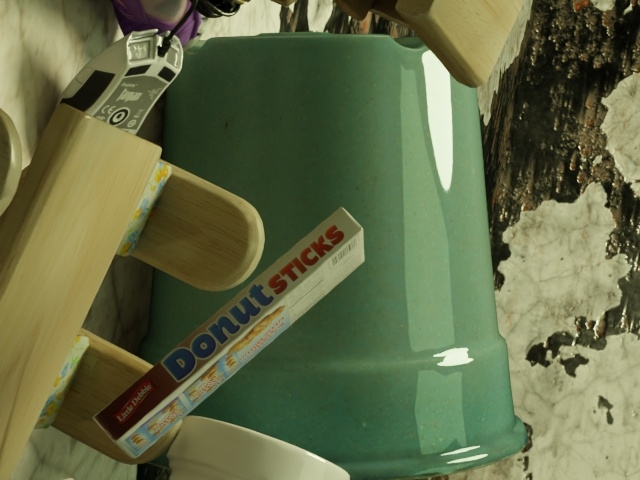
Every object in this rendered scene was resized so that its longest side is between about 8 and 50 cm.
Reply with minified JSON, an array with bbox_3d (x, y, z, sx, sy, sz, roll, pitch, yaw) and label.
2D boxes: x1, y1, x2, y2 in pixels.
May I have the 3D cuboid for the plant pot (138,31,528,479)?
[{"bbox_3d":[0.000,0.000,1.218,0.341,0.341,0.334,-16,106,-72],"label":"plant pot"}]

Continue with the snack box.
[{"bbox_3d":[-0.047,0.053,0.820,0.178,0.022,0.064,-40,166,-9],"label":"snack box"}]

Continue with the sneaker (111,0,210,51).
[{"bbox_3d":[-0.139,-0.202,1.014,0.104,0.095,0.236,-45,159,-25],"label":"sneaker"}]

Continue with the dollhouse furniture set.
[{"bbox_3d":[-0.093,-0.029,0.800,0.394,0.256,0.362,-65,163,1],"label":"dollhouse furniture set"}]

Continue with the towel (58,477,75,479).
[{"bbox_3d":[-0.255,0.298,0.761,0.317,0.053,0.332,2,105,-57],"label":"towel"}]

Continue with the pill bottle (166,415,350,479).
[{"bbox_3d":[-0.080,0.260,0.971,0.153,0.153,0.264,60,47,-65],"label":"pill bottle"}]

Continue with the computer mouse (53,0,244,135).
[{"bbox_3d":[-0.136,-0.124,1.025,0.193,0.042,0.106,-48,157,22],"label":"computer mouse"}]
